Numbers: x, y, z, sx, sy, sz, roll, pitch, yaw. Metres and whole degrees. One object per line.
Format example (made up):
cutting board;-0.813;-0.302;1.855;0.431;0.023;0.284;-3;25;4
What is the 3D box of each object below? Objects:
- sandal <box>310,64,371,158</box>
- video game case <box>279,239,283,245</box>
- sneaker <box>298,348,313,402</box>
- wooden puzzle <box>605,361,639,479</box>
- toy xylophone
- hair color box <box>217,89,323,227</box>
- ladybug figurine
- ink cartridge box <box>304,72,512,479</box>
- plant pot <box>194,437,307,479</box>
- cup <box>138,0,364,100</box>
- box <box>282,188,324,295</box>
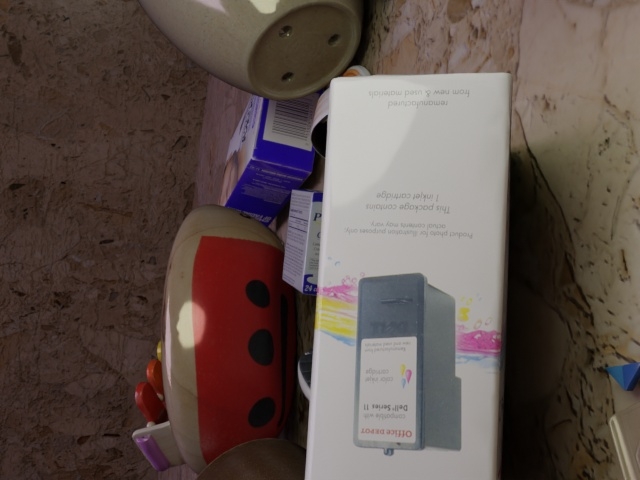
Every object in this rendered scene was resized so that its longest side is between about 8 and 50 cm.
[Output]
sandal;0.029;-0.136;0.941;0.102;0.076;0.265;113;157;-46
video game case;-0.126;0.121;1.478;0.204;0.025;0.285;-141;58;-70
sneaker;0.041;0.225;0.798;0.275;0.107;0.110;-105;8;-63
wooden puzzle;0.197;0.120;0.406;0.078;0.014;0.116;132;140;-57
toy xylophone;-0.224;0.255;1.270;0.323;0.081;0.236;-79;-20;-52
hair color box;-0.098;-0.154;1.300;0.339;0.110;0.185;134;146;-67
ladybug figurine;-0.133;0.152;1.157;0.305;0.162;0.449;51;-145;-67
ink cartridge box;0.072;0.082;0.522;0.207;0.119;0.353;24;-111;-75
plant pot;-0.019;0.354;0.782;0.230;0.215;0.215;8;92;59
cup;-0.069;-0.334;1.005;0.237;0.331;0.331;61;148;28
box;0.000;0.000;1.005;0.126;0.072;0.137;-159;75;-73
